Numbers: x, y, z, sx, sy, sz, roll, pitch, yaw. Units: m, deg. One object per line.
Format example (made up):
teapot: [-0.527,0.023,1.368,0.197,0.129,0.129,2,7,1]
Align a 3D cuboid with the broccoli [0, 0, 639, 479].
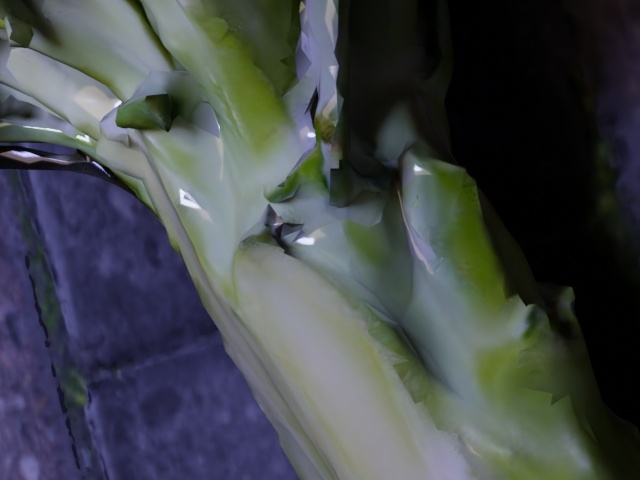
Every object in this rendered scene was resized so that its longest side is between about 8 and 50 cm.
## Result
broccoli: [0.015,-0.013,0.416,0.361,0.221,0.252,44,129,14]
